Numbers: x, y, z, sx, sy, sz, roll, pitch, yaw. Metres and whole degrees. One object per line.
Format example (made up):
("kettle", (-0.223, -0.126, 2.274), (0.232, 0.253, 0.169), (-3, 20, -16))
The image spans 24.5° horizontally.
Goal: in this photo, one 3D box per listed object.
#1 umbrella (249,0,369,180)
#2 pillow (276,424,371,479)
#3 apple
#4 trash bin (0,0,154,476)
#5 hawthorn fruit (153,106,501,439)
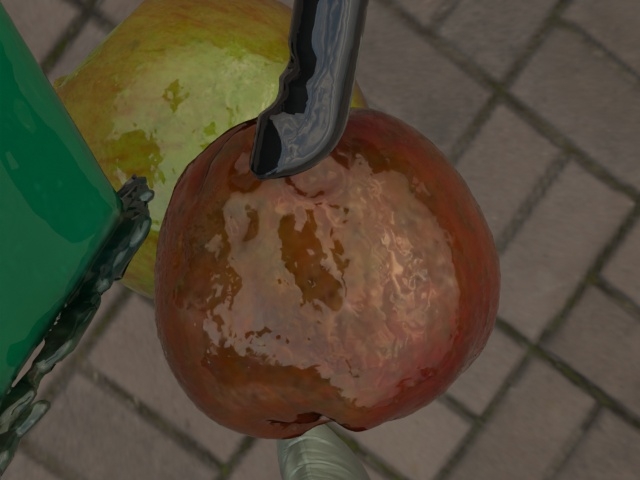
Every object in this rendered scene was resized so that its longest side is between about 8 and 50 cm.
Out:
("umbrella", (0.011, -0.141, 0.465), (0.071, 0.071, 0.248), (4, 107, -11))
("pillow", (0.010, 0.247, 1.354), (0.078, 0.254, 0.144), (-32, 112, 6))
("apple", (-0.105, -0.094, 1.510), (0.340, 0.339, 0.339), (-1, 96, -10))
("trash bin", (-0.244, -0.087, 0.409), (0.259, 0.295, 0.381), (-18, 119, 31))
("hawthorn fruit", (0.000, 0.000, 1.162), (0.277, 0.277, 0.298), (-12, 107, -9))
